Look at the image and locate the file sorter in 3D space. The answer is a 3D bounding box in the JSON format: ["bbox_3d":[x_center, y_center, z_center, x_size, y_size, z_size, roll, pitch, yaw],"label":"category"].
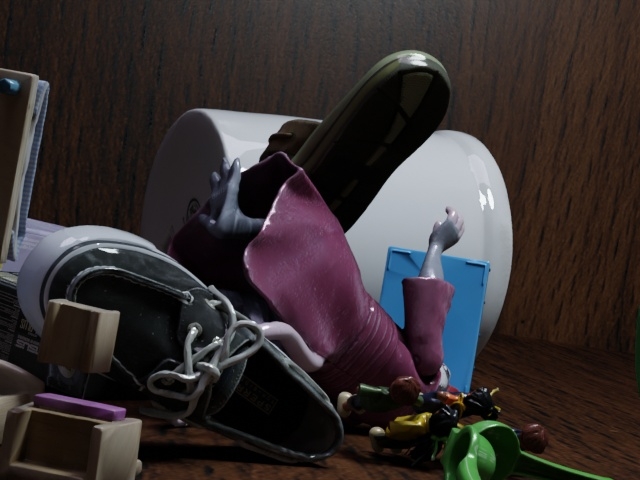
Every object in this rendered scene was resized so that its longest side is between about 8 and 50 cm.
[{"bbox_3d":[0.129,0.101,2.293,0.118,0.170,0.104,9,-1,9],"label":"file sorter"}]

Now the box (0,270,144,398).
[{"bbox_3d":[-0.237,0.090,1.878,0.180,0.078,0.147,18,6,32],"label":"box"}]

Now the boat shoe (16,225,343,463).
[{"bbox_3d":[-0.099,0.092,1.515,0.306,0.113,0.105,43,-10,-38],"label":"boat shoe"}]

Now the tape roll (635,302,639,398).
[{"bbox_3d":[0.389,0.082,1.470,0.321,0.321,0.077,10,1,44],"label":"tape roll"}]

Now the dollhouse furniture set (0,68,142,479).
[{"bbox_3d":[-0.232,-0.003,1.380,0.286,0.303,0.198,9,2,14],"label":"dollhouse furniture set"}]

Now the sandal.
[{"bbox_3d":[0.006,-0.082,1.892,0.120,0.303,0.086,25,32,-43],"label":"sandal"}]

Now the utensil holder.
[{"bbox_3d":[0.000,0.000,2.518,0.385,0.328,0.327,7,2,-26],"label":"utensil holder"}]

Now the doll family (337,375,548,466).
[{"bbox_3d":[0.112,0.157,1.704,0.193,0.076,0.111,2,-15,-32],"label":"doll family"}]

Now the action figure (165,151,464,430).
[{"bbox_3d":[0.025,0.086,1.830,0.370,0.248,0.276,36,21,-33],"label":"action figure"}]

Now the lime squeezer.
[{"bbox_3d":[0.140,0.187,1.546,0.110,0.059,0.310,42,13,22],"label":"lime squeezer"}]

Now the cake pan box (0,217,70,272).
[{"bbox_3d":[-0.350,0.002,2.076,0.267,0.070,0.245,14,-1,45],"label":"cake pan box"}]
